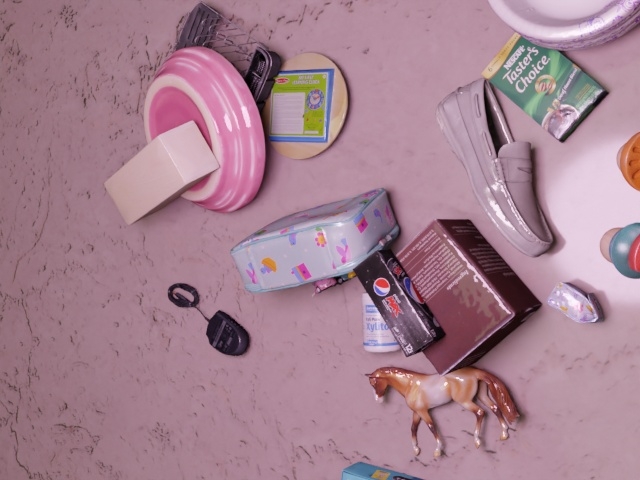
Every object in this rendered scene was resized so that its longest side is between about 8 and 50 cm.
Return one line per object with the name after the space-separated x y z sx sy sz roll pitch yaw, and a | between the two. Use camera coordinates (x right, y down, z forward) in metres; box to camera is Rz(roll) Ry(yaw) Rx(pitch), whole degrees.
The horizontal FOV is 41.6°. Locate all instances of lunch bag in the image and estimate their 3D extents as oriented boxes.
0.000 0.000 1.512 0.279 0.224 0.108 -14 100 28 | lunch bag
0.419 0.103 1.363 0.083 0.071 0.053 37 103 26 | lunch bag

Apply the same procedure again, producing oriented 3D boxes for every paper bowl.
0.404 -0.442 1.325 0.284 0.148 0.284 1 91 29 | paper bowl

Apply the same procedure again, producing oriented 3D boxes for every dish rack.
-0.207 -0.343 1.685 0.271 0.074 0.208 40 120 23 | dish rack

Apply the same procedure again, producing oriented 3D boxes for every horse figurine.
0.223 0.284 1.477 0.263 0.066 0.174 -18 87 30 | horse figurine

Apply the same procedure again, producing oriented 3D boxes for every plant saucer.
-0.243 -0.207 1.644 0.332 0.084 0.332 24 125 39 | plant saucer

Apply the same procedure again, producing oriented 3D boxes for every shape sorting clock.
-0.031 -0.259 1.626 0.206 0.040 0.206 1 92 38 | shape sorting clock

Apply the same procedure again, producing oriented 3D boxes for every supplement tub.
0.111 0.147 1.533 0.071 0.071 0.107 -4 89 29 | supplement tub

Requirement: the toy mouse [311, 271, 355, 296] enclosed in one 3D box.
0.026 0.068 1.552 0.143 0.161 0.031 -29 84 43 | toy mouse

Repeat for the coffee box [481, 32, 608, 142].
0.370 -0.263 1.404 0.184 0.040 0.113 48 111 20 | coffee box

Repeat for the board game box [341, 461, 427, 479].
0.188 0.562 1.488 0.336 0.079 0.254 8 94 28 | board game box

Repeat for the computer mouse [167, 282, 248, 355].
-0.231 0.159 1.747 0.242 0.041 0.071 37 109 30 | computer mouse

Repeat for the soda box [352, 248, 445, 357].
0.125 0.097 1.342 0.060 0.053 0.169 -39 73 26 | soda box

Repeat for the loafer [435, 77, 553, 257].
0.304 -0.124 1.403 0.111 0.112 0.319 -36 73 33 | loafer

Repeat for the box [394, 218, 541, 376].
0.226 0.089 1.413 0.167 0.168 0.203 -45 70 22 | box

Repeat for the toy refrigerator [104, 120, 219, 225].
-0.308 -0.126 1.622 0.269 0.094 0.102 -26 95 52 | toy refrigerator

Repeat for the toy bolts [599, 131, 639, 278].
0.533 -0.040 1.294 0.218 0.158 0.228 24 93 -14 | toy bolts
